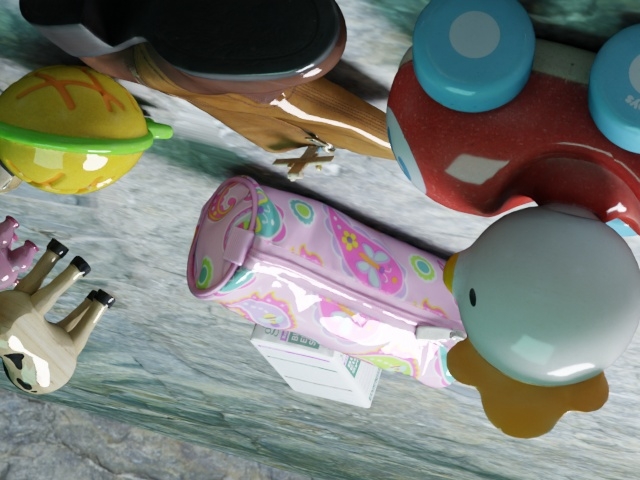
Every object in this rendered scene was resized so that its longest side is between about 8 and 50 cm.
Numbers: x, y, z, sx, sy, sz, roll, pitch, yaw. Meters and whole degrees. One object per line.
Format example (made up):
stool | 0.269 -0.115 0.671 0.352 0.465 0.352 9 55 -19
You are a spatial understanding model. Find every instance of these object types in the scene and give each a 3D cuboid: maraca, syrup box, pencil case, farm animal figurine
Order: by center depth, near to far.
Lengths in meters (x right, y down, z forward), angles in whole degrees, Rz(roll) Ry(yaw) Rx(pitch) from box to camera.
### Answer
maraca | -0.188 -0.088 1.430 0.127 0.099 0.186 16 -168 14
farm animal figurine | -0.340 -0.002 1.528 0.330 0.172 0.327 39 163 4
pencil case | 0.021 0.040 1.627 0.284 0.124 0.124 24 164 -28
syrup box | 0.004 0.101 1.941 0.096 0.093 0.237 13 165 13

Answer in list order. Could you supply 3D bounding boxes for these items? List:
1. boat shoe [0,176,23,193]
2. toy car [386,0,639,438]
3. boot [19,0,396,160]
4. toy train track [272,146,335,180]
boat shoe | -0.298 -0.081 1.654 0.048 0.056 0.153 16 159 19
toy car | 0.126 0.000 1.129 0.210 0.238 0.219 14 165 7
boot | -0.023 -0.098 1.206 0.264 0.096 0.280 3 162 40
toy train track | -0.006 -0.062 1.375 0.048 0.083 0.014 -2 116 22
